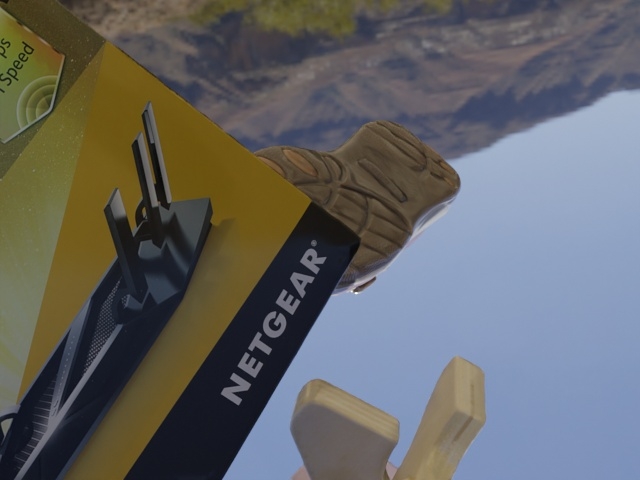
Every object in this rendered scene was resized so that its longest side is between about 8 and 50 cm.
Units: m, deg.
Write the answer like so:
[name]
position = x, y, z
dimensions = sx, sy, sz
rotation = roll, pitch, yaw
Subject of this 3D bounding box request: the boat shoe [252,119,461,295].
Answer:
[boat shoe]
position = 0.000, 0.000, 0.811
dimensions = 0.116, 0.123, 0.324
rotation = -51, 164, 30

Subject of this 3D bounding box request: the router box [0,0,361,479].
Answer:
[router box]
position = -0.157, 0.058, 0.488
dimensions = 0.308, 0.243, 0.081
rotation = -60, -154, -13

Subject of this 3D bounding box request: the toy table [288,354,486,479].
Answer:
[toy table]
position = 0.064, 0.212, 0.755
dimensions = 0.252, 0.161, 0.274
rotation = 23, -150, -19
